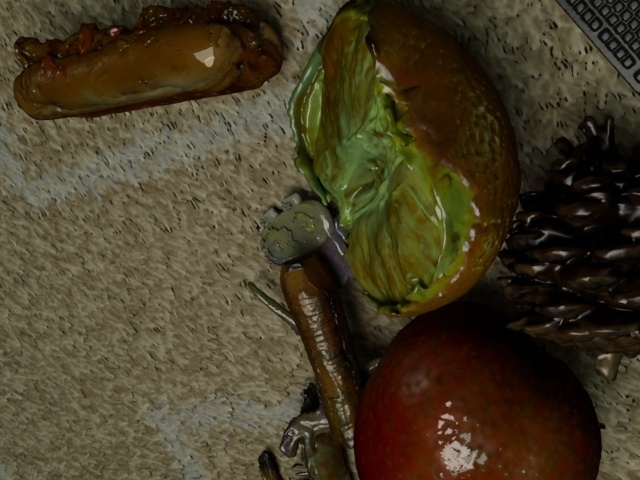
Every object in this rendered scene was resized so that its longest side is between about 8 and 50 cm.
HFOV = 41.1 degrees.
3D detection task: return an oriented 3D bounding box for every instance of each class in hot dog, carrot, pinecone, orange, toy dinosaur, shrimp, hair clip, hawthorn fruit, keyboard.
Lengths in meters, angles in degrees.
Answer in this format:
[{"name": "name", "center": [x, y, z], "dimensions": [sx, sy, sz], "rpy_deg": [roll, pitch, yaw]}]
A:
[{"name": "hot dog", "center": [-0.215, -0.218, 1.021], "dimensions": [0.348, 0.158, 0.117], "rpy_deg": [-4, 97, 28]}, {"name": "carrot", "center": [0.010, 0.143, 1.092], "dimensions": [0.070, 0.070, 0.260], "rpy_deg": [-10, 104, 27]}, {"name": "pinecone", "center": [0.308, 0.013, 0.880], "dimensions": [0.243, 0.243, 0.257], "rpy_deg": [16, 117, 14]}, {"name": "orange", "center": [0.086, -0.092, 0.913], "dimensions": [0.335, 0.196, 0.262], "rpy_deg": [60, 140, 16]}, {"name": "toy dinosaur", "center": [0.011, 0.177, 1.161], "dimensions": [0.199, 0.072, 0.251], "rpy_deg": [-5, 110, 7]}, {"name": "shrimp", "center": [-0.032, 0.330, 1.299], "dimensions": [0.169, 0.058, 0.296], "rpy_deg": [2, 121, 24]}, {"name": "hair clip", "center": [-0.004, 0.003, 1.108], "dimensions": [0.187, 0.056, 0.146], "rpy_deg": [-33, 94, 36]}, {"name": "hawthorn fruit", "center": [0.152, 0.250, 1.019], "dimensions": [0.285, 0.285, 0.369], "rpy_deg": [42, 113, -3]}, {"name": "keyboard", "center": [0.305, -0.235, 0.856], "dimensions": [0.381, 0.041, 0.103], "rpy_deg": [45, 124, -5]}]
